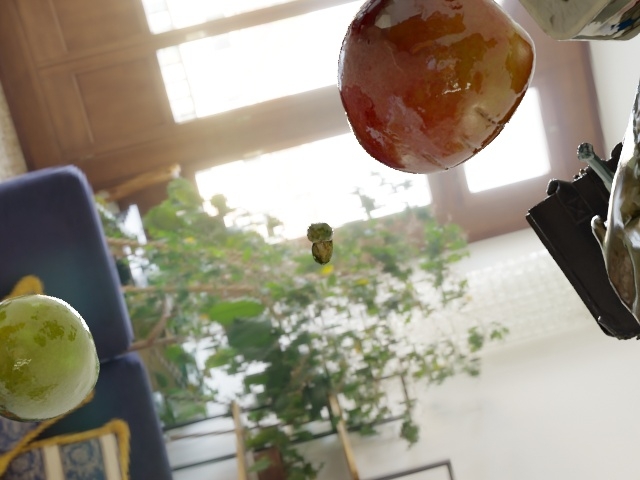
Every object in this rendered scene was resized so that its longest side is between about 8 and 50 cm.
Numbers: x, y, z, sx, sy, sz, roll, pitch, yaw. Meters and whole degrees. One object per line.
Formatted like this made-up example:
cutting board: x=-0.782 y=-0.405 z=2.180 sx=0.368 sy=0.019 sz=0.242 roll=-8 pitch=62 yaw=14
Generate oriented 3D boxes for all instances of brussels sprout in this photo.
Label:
brussels sprout: x=0.000 y=0.000 z=1.571 sx=0.051 sy=0.046 sz=0.083 roll=-57 pitch=157 yaw=-34

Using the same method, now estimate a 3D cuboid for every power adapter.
power adapter: x=0.307 y=-0.284 z=0.941 sx=0.125 sy=0.205 sz=0.130 roll=58 pitch=-47 yaw=20

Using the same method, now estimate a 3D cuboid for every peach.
peach: x=0.138 y=-0.229 z=1.243 sx=0.245 sy=0.274 sz=0.248 roll=31 pitch=17 yaw=-24

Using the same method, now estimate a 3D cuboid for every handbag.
handbag: x=0.585 y=-0.015 z=1.695 sx=0.329 sy=0.303 sz=0.122 roll=57 pitch=2 yaw=10

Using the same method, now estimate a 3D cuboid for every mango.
mango: x=-0.434 y=0.193 z=1.388 sx=0.149 sy=0.185 sz=0.273 roll=38 pitch=-27 yaw=23

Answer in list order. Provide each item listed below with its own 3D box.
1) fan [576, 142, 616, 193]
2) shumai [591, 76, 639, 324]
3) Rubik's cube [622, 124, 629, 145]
fan: x=0.319 y=-0.045 z=0.959 sx=0.193 sy=0.038 sz=0.016 roll=36 pitch=43 yaw=-37
shumai: x=0.294 y=-0.039 z=0.713 sx=0.283 sy=0.217 sz=0.346 roll=-42 pitch=-148 yaw=52
Rubik's cube: x=0.683 y=-0.256 z=1.251 sx=0.347 sy=0.346 sz=0.344 roll=31 pitch=-32 yaw=20
